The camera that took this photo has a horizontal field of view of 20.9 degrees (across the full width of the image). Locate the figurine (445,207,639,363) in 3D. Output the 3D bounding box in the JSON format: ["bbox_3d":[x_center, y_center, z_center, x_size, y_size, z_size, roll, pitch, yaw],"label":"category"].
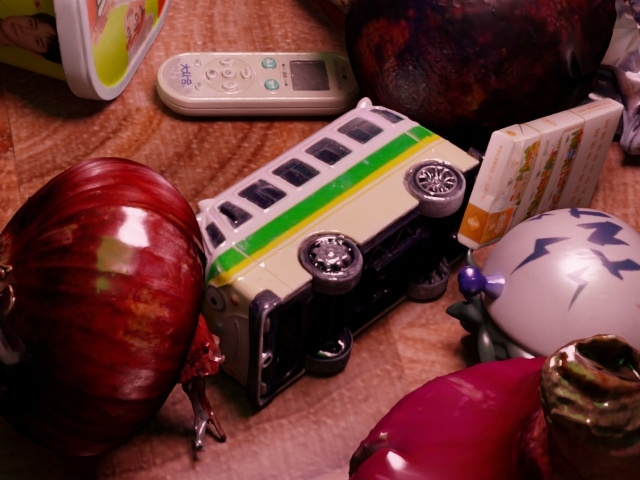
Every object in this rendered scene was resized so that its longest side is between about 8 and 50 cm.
[{"bbox_3d":[0.308,0.050,1.628,0.382,0.186,0.261,-10,25,-10],"label":"figurine"}]

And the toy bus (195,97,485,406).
[{"bbox_3d":[0.000,0.000,1.656,0.179,0.143,0.305,37,55,26],"label":"toy bus"}]

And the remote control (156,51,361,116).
[{"bbox_3d":[-0.065,-0.165,1.862,0.221,0.042,0.078,0,48,-9],"label":"remote control"}]

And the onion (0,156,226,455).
[{"bbox_3d":[-0.174,0.067,1.509,0.285,0.273,0.273,24,44,-22],"label":"onion"}]

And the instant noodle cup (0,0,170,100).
[{"bbox_3d":[-0.337,-0.319,1.831,0.308,0.294,0.294,13,48,13],"label":"instant noodle cup"}]

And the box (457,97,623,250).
[{"bbox_3d":[0.219,-0.067,1.711,0.032,0.122,0.220,32,29,27],"label":"box"}]

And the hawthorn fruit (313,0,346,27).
[{"bbox_3d":[0.065,-0.328,1.948,0.157,0.157,0.194,38,57,24],"label":"hawthorn fruit"}]

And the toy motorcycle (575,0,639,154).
[{"bbox_3d":[0.356,-0.190,1.890,0.159,0.106,0.270,31,66,25],"label":"toy motorcycle"}]

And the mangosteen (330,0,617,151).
[{"bbox_3d":[0.151,-0.239,1.767,0.311,0.311,0.311,4,48,-4],"label":"mangosteen"}]

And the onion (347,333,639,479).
[{"bbox_3d":[0.199,0.218,1.309,0.398,0.420,0.398,9,39,-7],"label":"onion"}]
